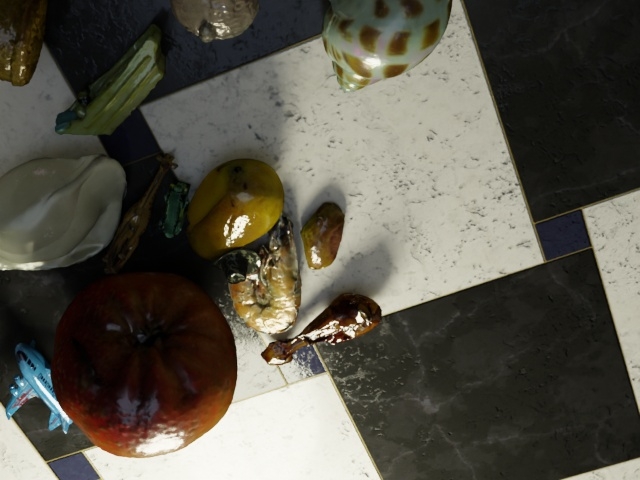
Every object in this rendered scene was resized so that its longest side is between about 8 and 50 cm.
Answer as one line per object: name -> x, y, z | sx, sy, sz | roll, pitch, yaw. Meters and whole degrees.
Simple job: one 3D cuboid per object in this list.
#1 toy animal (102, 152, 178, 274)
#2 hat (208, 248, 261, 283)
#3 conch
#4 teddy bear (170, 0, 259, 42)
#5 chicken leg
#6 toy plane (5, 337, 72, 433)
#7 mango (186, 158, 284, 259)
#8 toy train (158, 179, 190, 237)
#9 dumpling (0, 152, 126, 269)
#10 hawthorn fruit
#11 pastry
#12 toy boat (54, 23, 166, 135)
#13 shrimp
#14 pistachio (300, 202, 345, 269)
toy animal -> -0.371, -0.052, 1.851 | 0.054, 0.149, 0.275 | 30, 85, -8
hat -> -0.176, 0.062, 1.885 | 0.121, 0.050, 0.121 | -6, 156, -3
conch -> 0.104, -0.411, 1.598 | 0.249, 0.197, 0.368 | 51, 118, 14
teddy bear -> -0.190, -0.484, 1.570 | 0.236, 0.151, 0.267 | -2, 122, -2
chicken leg -> -0.003, 0.199, 2.017 | 0.304, 0.093, 0.113 | -25, 136, 19
toy plane -> -0.625, 0.330, 2.073 | 0.254, 0.105, 0.271 | -15, 119, 7
mango -> -0.180, -0.058, 1.837 | 0.167, 0.130, 0.262 | 29, 127, -30
toy train -> -0.296, -0.066, 1.857 | 0.050, 0.081, 0.122 | 17, 118, 0
dumpling -> -0.546, -0.043, 1.830 | 0.341, 0.181, 0.260 | -45, 144, -12
hawthorn fruit -> -0.373, 0.282, 1.906 | 0.402, 0.403, 0.403 | 0, 121, -1
pastry -> -0.552, -0.375, 1.615 | 0.103, 0.189, 0.189 | 14, 120, -12
toy boat -> -0.382, -0.285, 1.709 | 0.276, 0.111, 0.084 | -38, 119, 19
shrimp -> -0.119, 0.068, 1.955 | 0.164, 0.062, 0.317 | 7, 119, 4
pistachio -> 0.000, 0.000, 1.919 | 0.089, 0.049, 0.173 | 9, 120, -5
